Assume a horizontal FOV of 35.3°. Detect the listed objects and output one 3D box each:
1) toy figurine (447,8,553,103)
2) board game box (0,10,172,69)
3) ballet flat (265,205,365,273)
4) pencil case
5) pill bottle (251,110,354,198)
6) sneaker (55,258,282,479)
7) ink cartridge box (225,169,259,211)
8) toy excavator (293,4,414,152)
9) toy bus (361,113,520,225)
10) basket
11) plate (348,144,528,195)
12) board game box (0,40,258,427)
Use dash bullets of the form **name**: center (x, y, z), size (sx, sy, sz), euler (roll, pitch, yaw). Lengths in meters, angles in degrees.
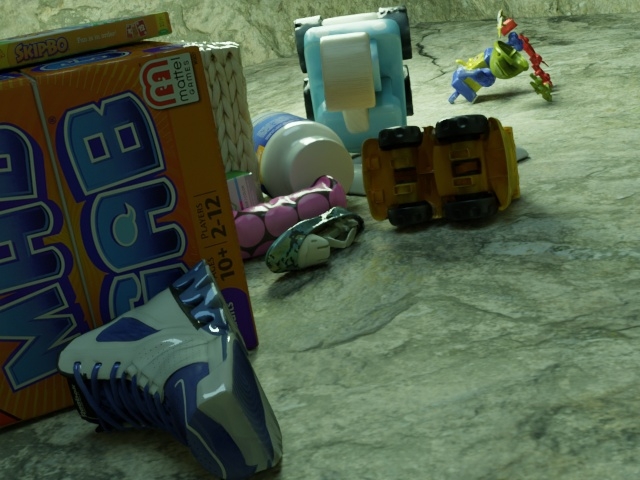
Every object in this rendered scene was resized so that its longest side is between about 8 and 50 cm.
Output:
- **toy figurine**: center (0.389, -0.363, 2.308), size (0.217, 0.191, 0.362), euler (-37, 15, 23)
- **board game box**: center (-0.321, -0.238, 1.218), size (0.259, 0.039, 0.124), euler (-24, 21, -34)
- **ballet flat**: center (0.000, 0.000, 1.423), size (0.070, 0.070, 0.188), euler (2, 25, 37)
- **pencil case**: center (-0.067, -0.034, 1.525), size (0.209, 0.095, 0.098), euler (-18, 49, -22)
- **pill bottle**: center (-0.043, -0.135, 1.726), size (0.152, 0.152, 0.272), euler (-16, 17, -16)
- **sneaker**: center (-0.155, 0.145, 0.978), size (0.182, 0.127, 0.315), euler (-26, 24, -3)
- **ink cartridge box**: center (-0.197, -0.028, 1.551), size (0.209, 0.109, 0.062), euler (-19, 18, -25)
- **toy excavator**: center (0.069, -0.272, 1.830), size (0.222, 0.433, 0.445), euler (-7, 46, 3)
- **toy bus**: center (0.198, -0.109, 1.535), size (0.220, 0.149, 0.211), euler (-6, 4, 24)
- **basket**: center (-0.286, -0.170, 1.697), size (0.266, 0.331, 0.328), euler (-16, 18, -23)
- **plate**: center (0.178, -0.138, 1.782), size (0.278, 0.045, 0.277), euler (-23, 20, -35)
- **board game box**: center (-0.325, -0.032, 1.218), size (0.356, 0.356, 0.356), euler (-16, 17, -19)
